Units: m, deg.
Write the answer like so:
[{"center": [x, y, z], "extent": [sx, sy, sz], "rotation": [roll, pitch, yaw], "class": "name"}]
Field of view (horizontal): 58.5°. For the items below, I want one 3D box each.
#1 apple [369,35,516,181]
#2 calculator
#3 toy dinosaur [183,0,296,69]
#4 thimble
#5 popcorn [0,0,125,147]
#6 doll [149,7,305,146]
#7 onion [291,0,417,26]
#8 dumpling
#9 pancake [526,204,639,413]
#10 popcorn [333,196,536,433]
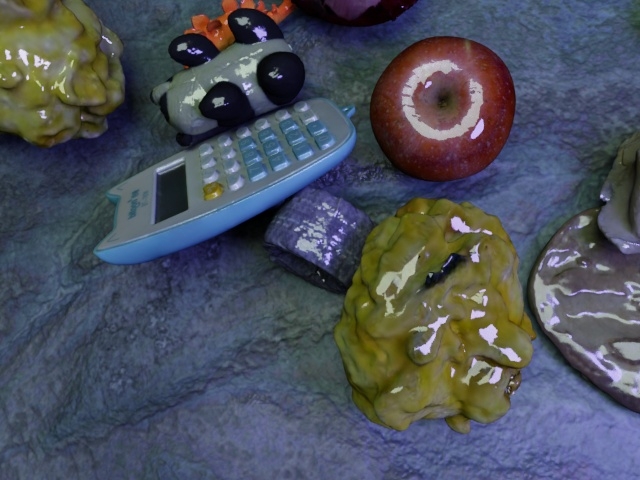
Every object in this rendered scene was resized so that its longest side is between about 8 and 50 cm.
[{"center": [0.170, -0.177, 0.790], "extent": [0.201, 0.162, 0.201], "rotation": [-2, 83, 15], "class": "apple"}, {"center": [-0.124, -0.097, 0.800], "extent": [0.386, 0.054, 0.256], "rotation": [-27, 32, 1], "class": "calculator"}, {"center": [-0.154, -0.323, 0.903], "extent": [0.288, 0.117, 0.070], "rotation": [-34, 72, -4], "class": "toy dinosaur"}, {"center": [0.002, 0.001, 0.767], "extent": [0.150, 0.150, 0.098], "rotation": [24, 75, 15], "class": "thimble"}, {"center": [-0.454, -0.283, 0.865], "extent": [0.312, 0.312, 0.312], "rotation": [-3, 74, 9], "class": "popcorn"}, {"center": [-0.134, -0.234, 0.851], "extent": [0.234, 0.135, 0.143], "rotation": [-25, 73, -7], "class": "doll"}, {"center": [0.053, -0.449, 0.872], "extent": [0.252, 0.219, 0.252], "rotation": [1, 108, 5], "class": "onion"}, {"center": [0.480, -0.113, 0.735], "extent": [0.332, 0.086, 0.166], "rotation": [-24, 61, -12], "class": "dumpling"}, {"center": [0.424, 0.078, 0.727], "extent": [0.294, 0.049, 0.294], "rotation": [-4, 71, 11], "class": "pancake"}, {"center": [0.136, 0.092, 0.689], "extent": [0.252, 0.215, 0.286], "rotation": [30, 84, -21], "class": "popcorn"}]
